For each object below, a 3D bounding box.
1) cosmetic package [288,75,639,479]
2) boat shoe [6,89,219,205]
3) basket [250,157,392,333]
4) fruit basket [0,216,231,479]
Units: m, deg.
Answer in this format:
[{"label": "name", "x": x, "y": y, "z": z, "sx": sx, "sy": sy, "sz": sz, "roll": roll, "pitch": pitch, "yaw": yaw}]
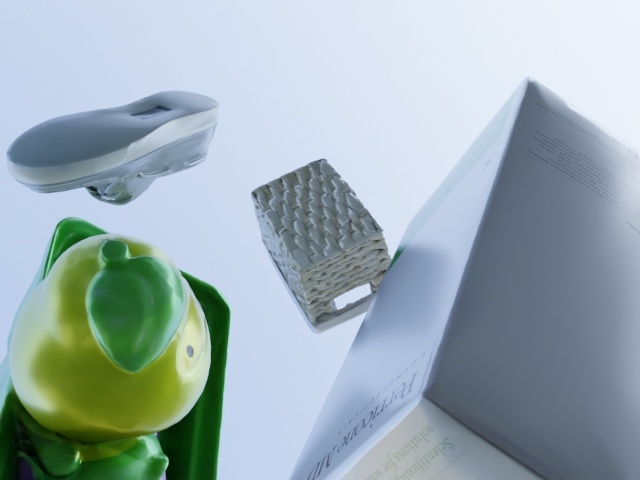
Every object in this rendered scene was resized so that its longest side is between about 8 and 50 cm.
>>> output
[{"label": "cosmetic package", "x": 0.123, "y": 0.064, "z": 0.477, "sx": 0.155, "sy": 0.365, "sz": 0.197, "roll": 35, "pitch": -51, "yaw": -1}, {"label": "boat shoe", "x": -0.169, "y": -0.072, "z": 0.620, "sx": 0.079, "sy": 0.227, "sz": 0.081, "roll": 23, "pitch": -59, "yaw": 23}, {"label": "basket", "x": 0.000, "y": 0.000, "z": 0.788, "sx": 0.113, "sy": 0.167, "sz": 0.103, "roll": -26, "pitch": -46, "yaw": -9}, {"label": "fruit basket", "x": -0.194, "y": 0.140, "z": 0.694, "sx": 0.283, "sy": 0.392, "sz": 0.392, "roll": 32, "pitch": -94, "yaw": -34}]
